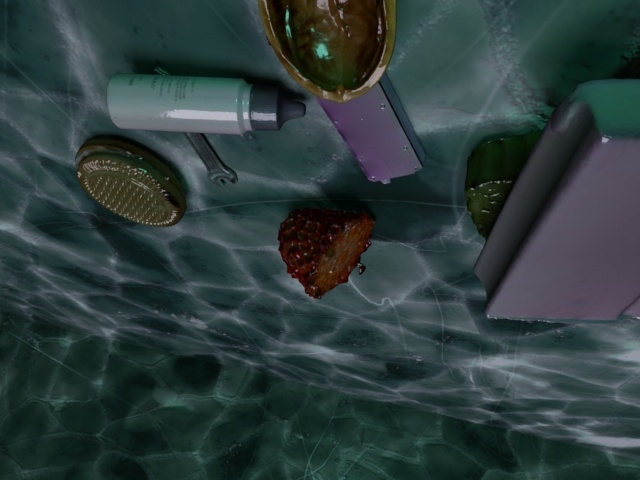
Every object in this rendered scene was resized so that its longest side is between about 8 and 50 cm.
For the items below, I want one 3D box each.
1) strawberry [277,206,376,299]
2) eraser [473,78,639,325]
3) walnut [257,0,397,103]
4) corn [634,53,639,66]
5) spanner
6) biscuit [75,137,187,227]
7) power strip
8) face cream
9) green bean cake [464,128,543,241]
[{"bbox_3d":[0.000,0.000,0.985,0.178,0.234,0.234,36,157,24],"label":"strawberry"},{"bbox_3d":[0.392,-0.025,0.595,0.272,0.122,0.359,2,140,2],"label":"eraser"},{"bbox_3d":[0.015,-0.286,0.554,0.167,0.087,0.211,1,130,17],"label":"walnut"},{"bbox_3d":[0.473,-0.225,0.492,0.207,0.068,0.068,-13,140,37],"label":"corn"},{"bbox_3d":[-0.247,-0.204,0.867,0.071,0.017,0.302,0,146,21],"label":"spanner"},{"bbox_3d":[-0.425,-0.123,1.009,0.259,0.079,0.259,10,148,7],"label":"biscuit"},{"bbox_3d":[0.077,-0.198,0.724,0.109,0.037,0.279,-8,142,31],"label":"power strip"},{"bbox_3d":[-0.179,-0.220,0.730,0.311,0.092,0.092,3,148,4],"label":"face cream"},{"bbox_3d":[0.355,-0.079,0.730,0.214,0.113,0.200,-7,144,29],"label":"green bean cake"}]
